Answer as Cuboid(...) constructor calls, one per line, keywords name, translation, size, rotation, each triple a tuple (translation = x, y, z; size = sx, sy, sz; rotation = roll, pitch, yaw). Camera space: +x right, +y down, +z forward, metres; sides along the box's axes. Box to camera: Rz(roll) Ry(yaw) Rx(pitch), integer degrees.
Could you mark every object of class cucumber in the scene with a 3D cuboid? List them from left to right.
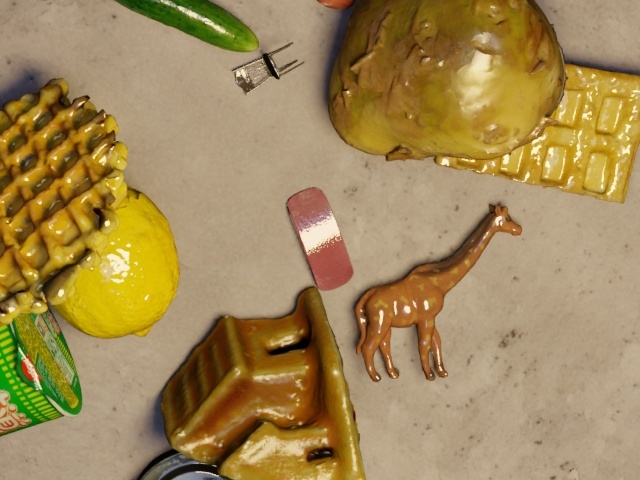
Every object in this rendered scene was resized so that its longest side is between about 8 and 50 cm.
Cuboid(name="cucumber", translation=(-0.187, -0.291, 1.930), size=(0.250, 0.056, 0.056), rotation=(23, 96, -13))

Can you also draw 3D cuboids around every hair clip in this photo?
Cuboid(name="hair clip", translation=(0.001, 0.000, 2.029), size=(0.054, 0.022, 0.137), rotation=(-22, 103, -8))

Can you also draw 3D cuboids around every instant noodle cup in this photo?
Cuboid(name="instant noodle cup", translation=(-0.440, 0.167, 1.907), size=(0.232, 0.207, 0.207), rotation=(-24, 103, 3))

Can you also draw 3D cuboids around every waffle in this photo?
Cuboid(name="waffle", translation=(-0.356, -0.036, 1.837), size=(0.329, 0.329, 0.062), rotation=(-43, 145, 0))
Cuboid(name="waffle", translation=(0.288, -0.153, 2.030), size=(0.274, 0.057, 0.168), rotation=(10, 98, -11))

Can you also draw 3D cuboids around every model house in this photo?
Cuboid(name="model house", translation=(-0.079, 0.212, 1.960), size=(0.239, 0.268, 0.173), rotation=(-10, 122, -6))

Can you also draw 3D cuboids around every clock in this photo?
Cuboid(name="clock", translation=(-0.163, 0.357, 2.056), size=(0.184, 0.040, 0.185), rotation=(-2, 101, -8))

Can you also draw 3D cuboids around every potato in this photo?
Cuboid(name="potato", translation=(0.139, -0.213, 1.885), size=(0.299, 0.196, 0.247), rotation=(-6, 89, 14))

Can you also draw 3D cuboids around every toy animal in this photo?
Cuboid(name="toy animal", translation=(0.155, 0.069, 2.045), size=(0.224, 0.066, 0.230), rotation=(-1, 95, -9))

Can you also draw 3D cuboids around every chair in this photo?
Cuboid(name="chair", translation=(-0.066, -0.217, 1.969), size=(0.086, 0.042, 0.037), rotation=(-29, 99, -3))

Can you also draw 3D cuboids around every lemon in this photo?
Cuboid(name="lemon", translation=(-0.259, 0.024, 1.914), size=(0.180, 0.180, 0.193), rotation=(-46, 115, 1))

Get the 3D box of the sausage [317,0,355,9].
Cuboid(name="sausage", translation=(0.008, -0.329, 1.954), size=(0.094, 0.059, 0.054), rotation=(43, 134, -14))
